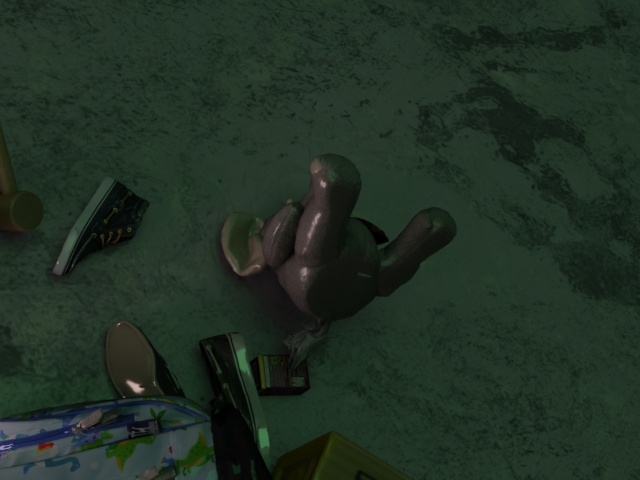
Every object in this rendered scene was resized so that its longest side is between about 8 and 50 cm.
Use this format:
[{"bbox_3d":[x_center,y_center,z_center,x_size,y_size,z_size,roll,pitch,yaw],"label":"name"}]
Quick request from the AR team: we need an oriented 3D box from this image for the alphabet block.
[{"bbox_3d":[0.023,0.408,1.287,0.197,0.192,0.193,32,54,-10],"label":"alphabet block"}]

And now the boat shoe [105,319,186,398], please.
[{"bbox_3d":[-0.242,0.208,1.333,0.206,0.075,0.065,59,12,14],"label":"boat shoe"}]

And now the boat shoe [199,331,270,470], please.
[{"bbox_3d":[-0.128,0.243,1.358,0.070,0.077,0.219,-8,66,-22],"label":"boat shoe"}]

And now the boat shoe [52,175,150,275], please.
[{"bbox_3d":[-0.322,-0.011,1.378,0.083,0.065,0.183,30,55,-11],"label":"boat shoe"}]

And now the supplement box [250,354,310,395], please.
[{"bbox_3d":[-0.063,0.207,1.425,0.083,0.043,0.054,5,63,-25],"label":"supplement box"}]

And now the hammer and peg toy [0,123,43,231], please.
[{"bbox_3d":[-0.553,-0.090,1.202,0.361,0.127,0.265,-10,94,-53],"label":"hammer and peg toy"}]

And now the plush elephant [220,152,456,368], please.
[{"bbox_3d":[0.000,0.000,1.440,0.272,0.330,0.255,16,22,-33],"label":"plush elephant"}]

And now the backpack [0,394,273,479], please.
[{"bbox_3d":[-0.250,0.306,1.141,0.356,0.290,0.273,-25,78,-8],"label":"backpack"}]
